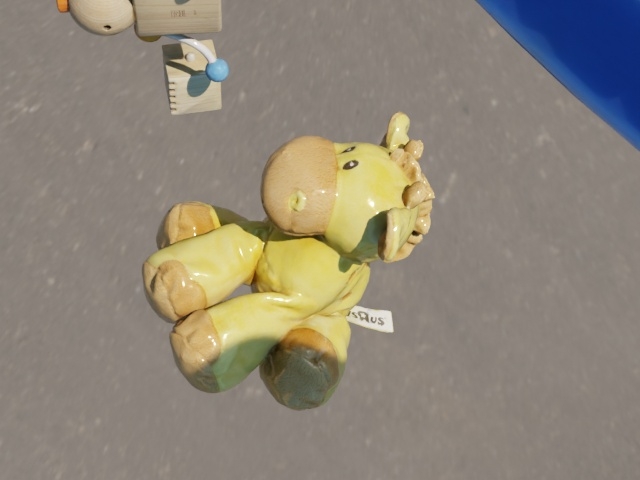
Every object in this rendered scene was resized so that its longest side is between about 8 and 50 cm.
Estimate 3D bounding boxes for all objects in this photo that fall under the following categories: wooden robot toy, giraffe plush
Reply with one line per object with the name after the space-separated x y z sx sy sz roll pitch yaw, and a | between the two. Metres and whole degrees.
-0.088 -0.123 0.678 0.079 0.173 0.076 -9 67 -7 | wooden robot toy
0.000 0.000 0.968 0.210 0.181 0.170 -1 142 -34 | giraffe plush

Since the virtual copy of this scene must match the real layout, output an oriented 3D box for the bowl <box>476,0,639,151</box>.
0.055 -0.119 0.130 0.077 0.391 0.391 -41 102 -6 | bowl
